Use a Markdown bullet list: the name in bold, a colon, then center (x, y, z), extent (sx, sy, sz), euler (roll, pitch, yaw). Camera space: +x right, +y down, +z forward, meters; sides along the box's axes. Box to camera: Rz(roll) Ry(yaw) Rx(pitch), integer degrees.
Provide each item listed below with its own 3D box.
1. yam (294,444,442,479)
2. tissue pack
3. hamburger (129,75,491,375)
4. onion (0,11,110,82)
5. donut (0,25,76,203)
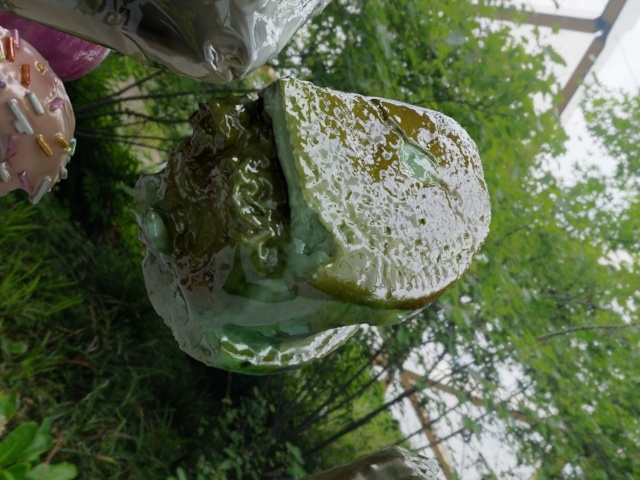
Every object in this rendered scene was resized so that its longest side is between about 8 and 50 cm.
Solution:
- **yam**: center (-0.082, 0.178, 0.302), extent (0.067, 0.317, 0.071), euler (145, -69, -79)
- **tissue pack**: center (-0.142, -0.307, 0.537), extent (0.389, 0.376, 0.195), euler (27, -42, 11)
- **hamburger**: center (0.000, 0.000, 0.462), extent (0.167, 0.287, 0.193), euler (-24, -111, 51)
- **onion**: center (-0.454, -0.346, 0.815), extent (0.358, 0.357, 0.345), euler (78, 15, -75)
- **donut**: center (-0.230, -0.090, 0.368), extent (0.117, 0.165, 0.065), euler (-60, -136, 33)
